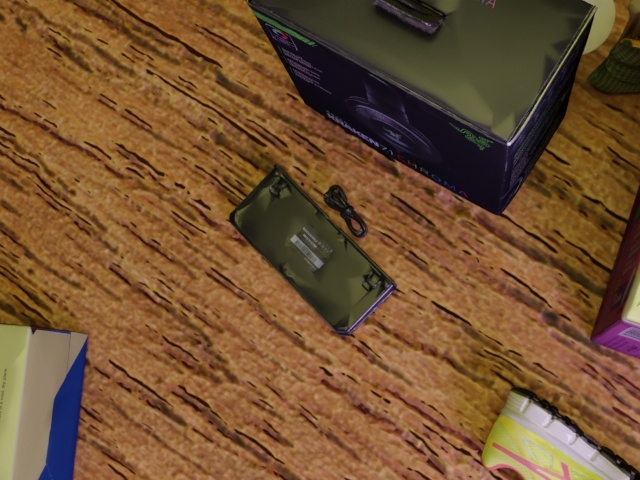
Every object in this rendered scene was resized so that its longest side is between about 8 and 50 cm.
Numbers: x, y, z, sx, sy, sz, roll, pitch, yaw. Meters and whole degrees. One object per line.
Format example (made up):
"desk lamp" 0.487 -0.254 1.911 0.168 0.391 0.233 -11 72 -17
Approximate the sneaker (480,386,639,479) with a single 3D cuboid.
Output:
"sneaker" 0.237 0.230 0.824 0.208 0.081 0.094 38 95 20

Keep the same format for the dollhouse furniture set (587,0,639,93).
"dollhouse furniture set" 0.419 -0.178 0.798 0.301 0.197 0.151 -27 78 3

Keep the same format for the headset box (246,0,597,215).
"headset box" 0.093 -0.161 0.806 0.246 0.283 0.131 32 86 13

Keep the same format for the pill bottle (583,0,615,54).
"pill bottle" 0.222 -0.230 0.853 0.087 0.160 0.087 -1 120 -1

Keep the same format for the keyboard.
"keyboard" 0.000 0.000 0.927 0.108 0.023 0.180 -46 77 6

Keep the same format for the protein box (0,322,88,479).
"protein box" -0.360 0.180 0.897 0.201 0.136 0.200 3 81 10

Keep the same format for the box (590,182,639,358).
"box" 0.333 -0.016 0.774 0.117 0.213 0.243 19 84 13
